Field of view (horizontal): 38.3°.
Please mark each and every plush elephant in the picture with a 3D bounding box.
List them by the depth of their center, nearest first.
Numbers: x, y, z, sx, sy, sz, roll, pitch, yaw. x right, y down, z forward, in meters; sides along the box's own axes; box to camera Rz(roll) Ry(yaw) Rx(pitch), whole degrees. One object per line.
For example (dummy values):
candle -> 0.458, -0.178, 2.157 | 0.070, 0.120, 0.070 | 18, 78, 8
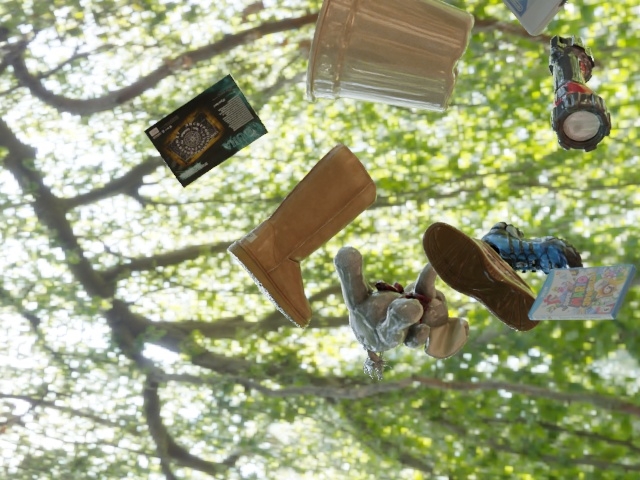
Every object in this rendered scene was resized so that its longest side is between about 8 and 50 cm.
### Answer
plush elephant -> 0.211, 0.158, 2.199 | 0.255, 0.272, 0.330 | -27, -47, -27

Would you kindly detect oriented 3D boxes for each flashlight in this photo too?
flashlight -> 0.472, -0.275, 1.690 | 0.304, 0.103, 0.103 | -71, -18, -54

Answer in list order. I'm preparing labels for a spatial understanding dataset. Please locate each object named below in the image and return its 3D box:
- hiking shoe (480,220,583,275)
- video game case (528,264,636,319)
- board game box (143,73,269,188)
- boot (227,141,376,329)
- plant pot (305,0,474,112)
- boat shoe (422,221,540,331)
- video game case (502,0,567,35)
hiking shoe -> 0.520, 0.050, 2.333 | 0.132, 0.304, 0.113 | -34, -59, -27
video game case -> 0.457, 0.092, 1.616 | 0.015, 0.166, 0.119 | 52, -126, -26
board game box -> -0.203, -0.194, 1.644 | 0.126, 0.186, 0.026 | 57, -174, -8
boot -> 0.000, 0.000, 1.616 | 0.269, 0.089, 0.236 | -42, -51, -9
plant pot -> 0.163, -0.427, 2.025 | 0.334, 0.305, 0.334 | 17, -90, -84
boat shoe -> 0.323, 0.069, 1.836 | 0.285, 0.104, 0.089 | 44, -158, 10
video game case -> 0.421, -0.629, 1.823 | 0.036, 0.300, 0.329 | -10, -121, -43
